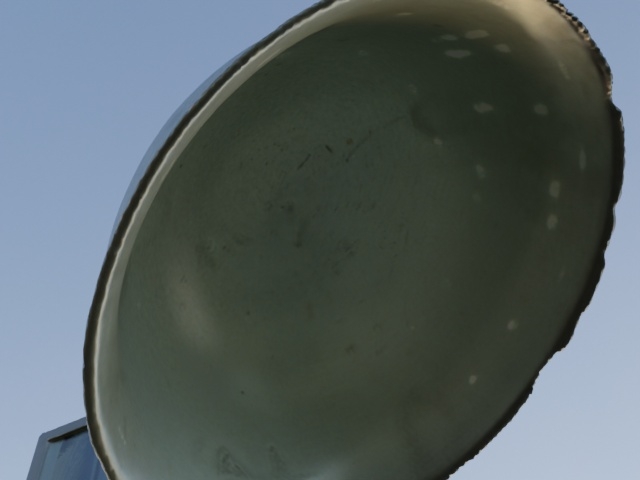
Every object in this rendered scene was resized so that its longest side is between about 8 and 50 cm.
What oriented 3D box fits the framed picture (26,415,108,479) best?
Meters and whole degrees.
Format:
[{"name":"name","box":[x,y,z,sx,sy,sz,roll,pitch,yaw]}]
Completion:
[{"name":"framed picture","box":[-0.208,0.270,0.865,0.232,0.315,0.024,-23,-60,11]}]

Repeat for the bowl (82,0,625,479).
[{"name":"bowl","box":[0.000,0.000,0.481,0.313,0.146,0.314,-17,-57,-28]}]
